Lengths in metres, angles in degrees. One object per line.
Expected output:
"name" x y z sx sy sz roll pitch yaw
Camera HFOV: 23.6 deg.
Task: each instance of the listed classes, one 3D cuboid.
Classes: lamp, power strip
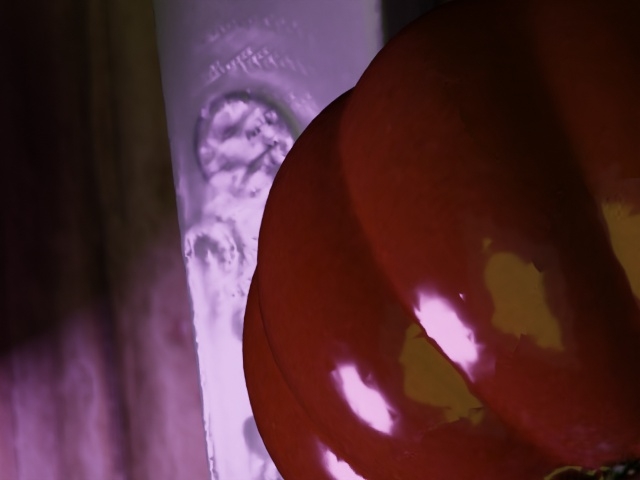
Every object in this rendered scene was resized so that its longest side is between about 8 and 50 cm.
"lamp" 0.087 0.018 0.439 0.223 0.223 0.196 -44 42 31
"power strip" 0.000 0.000 0.558 0.091 0.062 0.385 3 109 26
